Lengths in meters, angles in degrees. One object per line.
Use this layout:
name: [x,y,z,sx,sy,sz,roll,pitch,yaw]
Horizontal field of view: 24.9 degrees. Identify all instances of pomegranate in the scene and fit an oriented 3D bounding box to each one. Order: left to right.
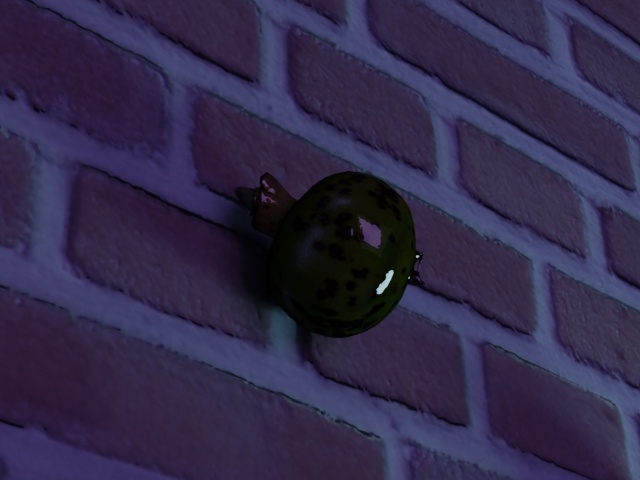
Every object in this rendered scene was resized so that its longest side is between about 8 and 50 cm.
pomegranate: [0.000,0.000,1.048,0.161,0.122,0.122,33,35,14]
